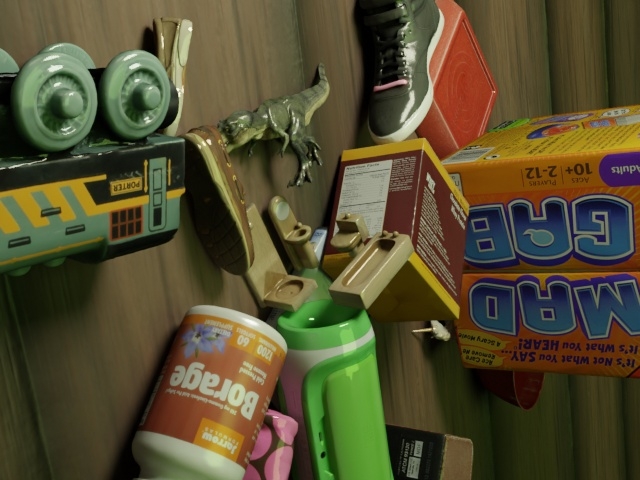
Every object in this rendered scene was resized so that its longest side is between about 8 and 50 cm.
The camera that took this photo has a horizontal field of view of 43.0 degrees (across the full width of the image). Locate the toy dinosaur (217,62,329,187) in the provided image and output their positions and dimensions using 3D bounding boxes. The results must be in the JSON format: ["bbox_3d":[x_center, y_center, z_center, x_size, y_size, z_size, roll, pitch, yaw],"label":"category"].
[{"bbox_3d":[-0.035,-0.138,1.029,0.268,0.064,0.118,-42,118,-51],"label":"toy dinosaur"}]

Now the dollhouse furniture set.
[{"bbox_3d":[0.000,0.000,0.984,0.144,0.151,0.123,-47,128,-34],"label":"dollhouse furniture set"}]

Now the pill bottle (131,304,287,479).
[{"bbox_3d":[-0.122,0.187,0.853,0.121,0.121,0.216,47,53,-46],"label":"pill bottle"}]

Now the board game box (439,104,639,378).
[{"bbox_3d":[0.440,-0.013,1.367,0.357,0.356,0.356,-31,113,-51],"label":"board game box"}]

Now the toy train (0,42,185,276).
[{"bbox_3d":[-0.244,-0.061,0.663,0.334,0.142,0.190,-20,117,-54],"label":"toy train"}]

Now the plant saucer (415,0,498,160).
[{"bbox_3d":[0.241,-0.261,1.438,0.259,0.048,0.258,53,50,-43],"label":"plant saucer"}]

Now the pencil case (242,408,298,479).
[{"bbox_3d":[-0.092,0.296,0.934,0.095,0.098,0.209,135,-33,-73],"label":"pencil case"}]

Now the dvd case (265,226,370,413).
[{"bbox_3d":[-0.010,0.132,1.105,0.180,0.022,0.253,59,46,-38],"label":"dvd case"}]

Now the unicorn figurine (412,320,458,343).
[{"bbox_3d":[0.232,0.138,1.426,0.162,0.060,0.111,40,55,-46],"label":"unicorn figurine"}]

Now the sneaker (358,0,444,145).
[{"bbox_3d":[0.101,-0.283,1.189,0.147,0.105,0.295,48,47,-43],"label":"sneaker"}]

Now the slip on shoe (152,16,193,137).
[{"bbox_3d":[-0.164,-0.168,0.855,0.041,0.051,0.135,8,93,-16],"label":"slip on shoe"}]

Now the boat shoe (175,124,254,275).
[{"bbox_3d":[-0.109,-0.046,0.916,0.060,0.064,0.177,-43,122,-46],"label":"boat shoe"}]

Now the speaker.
[{"bbox_3d":[0.020,0.230,1.023,0.131,0.131,0.296,-28,114,-52],"label":"speaker"}]

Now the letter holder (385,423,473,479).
[{"bbox_3d":[0.142,0.441,1.228,0.214,0.152,0.301,29,68,-55],"label":"letter holder"}]

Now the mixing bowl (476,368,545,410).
[{"bbox_3d":[0.367,0.236,1.593,0.181,0.098,0.181,-5,96,-56],"label":"mixing bowl"}]

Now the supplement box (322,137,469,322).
[{"bbox_3d":[0.115,-0.009,1.163,0.191,0.129,0.194,45,47,-49],"label":"supplement box"}]
